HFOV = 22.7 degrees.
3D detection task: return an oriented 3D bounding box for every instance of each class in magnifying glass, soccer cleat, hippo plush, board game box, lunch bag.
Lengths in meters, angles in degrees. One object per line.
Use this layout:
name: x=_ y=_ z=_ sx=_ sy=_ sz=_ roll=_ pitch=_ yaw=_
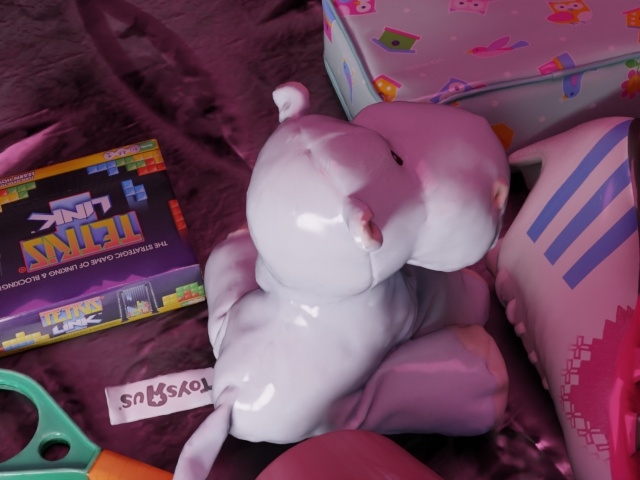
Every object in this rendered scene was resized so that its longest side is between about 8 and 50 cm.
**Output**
magnifying glass: x=-0.178 y=0.151 z=1.121 sx=0.231 sy=0.026 sz=0.092 roll=18 pitch=54 yaw=17
soccer cleat: x=0.185 y=0.056 z=1.140 sx=0.143 sy=0.116 sz=0.331 roll=-10 pitch=49 yaw=26
hippo plush: x=0.000 y=0.000 z=1.065 sx=0.294 sy=0.237 sz=0.234 roll=-10 pitch=40 yaw=-23
board game box: x=-0.188 y=0.004 z=1.229 sx=0.170 sy=0.048 sz=0.141 roll=-16 pitch=50 yaw=-9
lunch bag: x=0.149 y=-0.161 z=1.304 sx=0.279 sy=0.108 sz=0.224 roll=-14 pitch=44 yaw=-11

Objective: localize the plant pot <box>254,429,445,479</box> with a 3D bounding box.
plant pot: x=0.037 y=0.216 z=0.958 sx=0.201 sy=0.201 sz=0.180 roll=-22 pitch=37 yaw=-14
